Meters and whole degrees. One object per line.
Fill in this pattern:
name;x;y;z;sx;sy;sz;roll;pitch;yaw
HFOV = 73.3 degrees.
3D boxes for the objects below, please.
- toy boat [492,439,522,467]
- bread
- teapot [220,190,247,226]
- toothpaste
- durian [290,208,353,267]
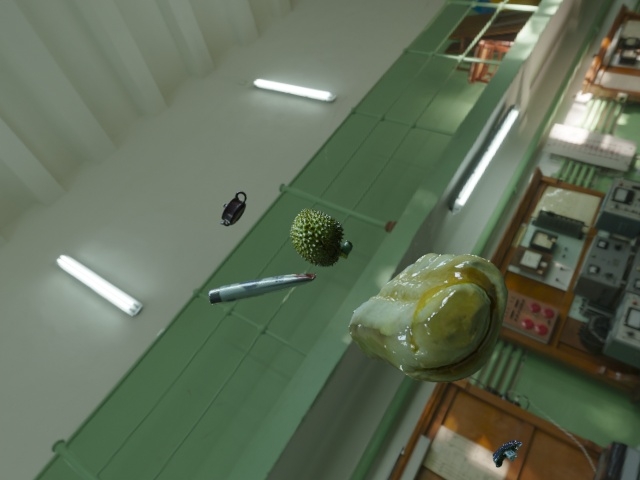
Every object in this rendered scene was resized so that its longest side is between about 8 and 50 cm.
toy boat;0.439;0.499;1.006;0.083;0.038;0.038;-38;-33;-7
bread;0.259;0.177;0.953;0.300;0.210;0.341;-43;7;-18
teapot;-0.210;-0.076;1.029;0.100;0.045;0.068;-59;-2;17
toothpaste;-0.126;0.102;0.946;0.062;0.239;0.039;-82;-19;-86
durian;-0.014;-0.001;1.285;0.146;0.159;0.198;-50;-45;-27
